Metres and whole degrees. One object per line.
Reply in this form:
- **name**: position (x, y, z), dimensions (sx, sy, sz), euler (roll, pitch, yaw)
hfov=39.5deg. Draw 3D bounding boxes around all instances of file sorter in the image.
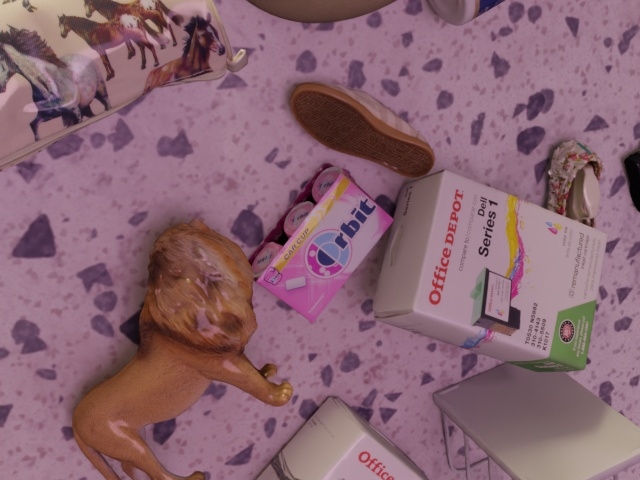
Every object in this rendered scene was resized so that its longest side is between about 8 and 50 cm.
- **file sorter**: position (0.327, 0.328, 1.326), dimensions (0.193, 0.277, 0.173), euler (-19, 118, -18)

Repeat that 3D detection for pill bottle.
- **pill bottle**: position (0.224, -0.355, 1.149), dimensions (0.169, 0.094, 0.094), euler (-33, 117, -16)

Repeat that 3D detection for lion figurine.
- **lion figurine**: position (-0.199, 0.178, 1.114), dimensions (0.240, 0.142, 0.392), euler (40, 92, -22)

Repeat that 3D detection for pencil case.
- **pencil case**: position (-0.287, -0.175, 0.939), dimensions (0.410, 0.160, 0.183), euler (-28, 100, -14)

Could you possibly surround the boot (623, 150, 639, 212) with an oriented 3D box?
- **boot**: position (0.533, -0.109, 1.405), dimensions (0.099, 0.045, 0.121), euler (-33, 117, -15)

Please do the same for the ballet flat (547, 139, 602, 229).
- **ballet flat**: position (0.384, -0.031, 1.342), dimensions (0.091, 0.077, 0.241), euler (-17, 113, -20)

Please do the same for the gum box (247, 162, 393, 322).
- **gum box**: position (0.000, 0.000, 1.185), dimensions (0.107, 0.062, 0.188), euler (39, 89, -30)

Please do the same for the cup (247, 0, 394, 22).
- **cup**: position (0.042, -0.399, 0.974), dimensions (0.331, 0.237, 0.331), euler (-7, 109, -22)

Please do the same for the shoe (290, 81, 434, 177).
- **shoe**: position (0.054, -0.150, 1.170), dimensions (0.219, 0.058, 0.076), euler (26, 126, -25)

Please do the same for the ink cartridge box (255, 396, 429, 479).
- **ink cartridge box**: position (0.007, 0.401, 1.290), dimensions (0.283, 0.117, 0.207), euler (-48, 119, -3)

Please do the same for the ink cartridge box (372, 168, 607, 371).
- **ink cartridge box**: position (0.234, 0.047, 1.220), dimensions (0.278, 0.117, 0.201), euler (19, 75, -19)
